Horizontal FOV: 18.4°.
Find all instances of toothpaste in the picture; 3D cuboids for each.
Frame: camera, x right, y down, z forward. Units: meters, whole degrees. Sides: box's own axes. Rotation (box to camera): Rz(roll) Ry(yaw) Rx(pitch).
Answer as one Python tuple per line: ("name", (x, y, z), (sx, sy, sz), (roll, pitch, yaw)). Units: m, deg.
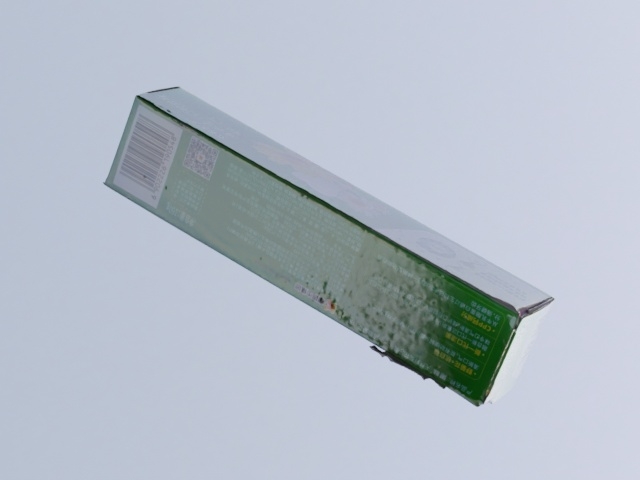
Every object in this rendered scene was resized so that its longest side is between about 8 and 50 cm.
("toothpaste", (0.000, 0.000, 0.746), (0.178, 0.043, 0.037), (30, -158, 20))
